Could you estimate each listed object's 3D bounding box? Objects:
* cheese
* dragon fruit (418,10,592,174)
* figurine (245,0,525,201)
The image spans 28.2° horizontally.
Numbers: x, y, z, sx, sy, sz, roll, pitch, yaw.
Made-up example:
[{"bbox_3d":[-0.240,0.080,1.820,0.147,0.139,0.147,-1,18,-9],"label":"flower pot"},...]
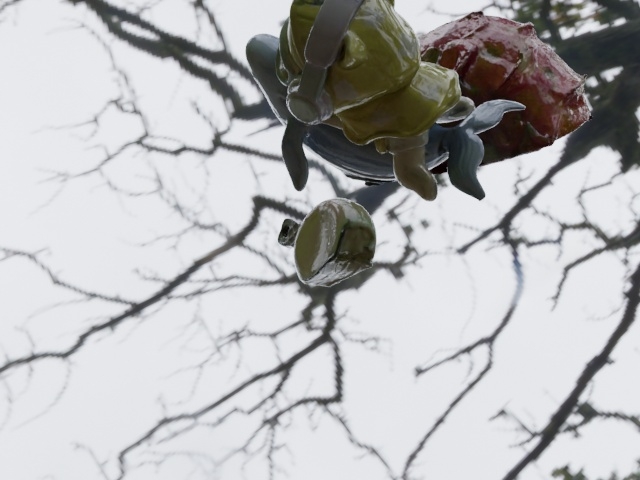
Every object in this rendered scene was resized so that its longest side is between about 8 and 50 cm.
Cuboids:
[{"bbox_3d":[-0.001,0.007,1.346,0.171,0.048,0.092,-19,-123,55],"label":"cheese"},{"bbox_3d":[0.151,-0.164,1.414,0.274,0.126,0.161,-12,-79,19],"label":"dragon fruit"},{"bbox_3d":[0.041,-0.108,0.939,0.209,0.128,0.183,20,-31,11],"label":"figurine"}]
